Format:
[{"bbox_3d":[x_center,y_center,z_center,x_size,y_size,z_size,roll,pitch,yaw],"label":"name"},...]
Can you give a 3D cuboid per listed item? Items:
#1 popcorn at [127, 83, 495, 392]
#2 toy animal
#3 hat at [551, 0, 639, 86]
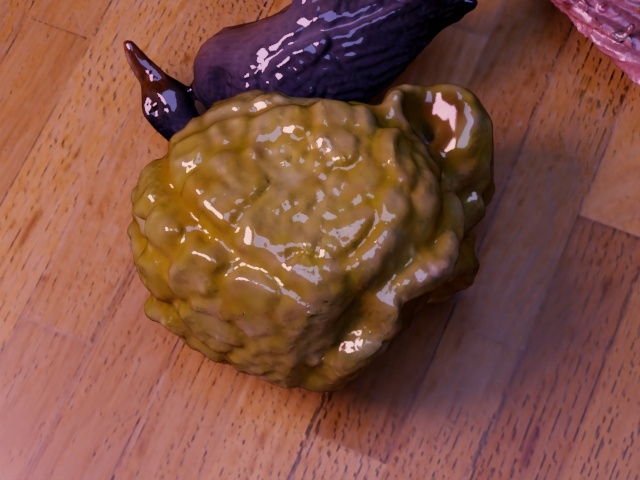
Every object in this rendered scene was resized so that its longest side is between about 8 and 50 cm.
[{"bbox_3d":[0.000,0.000,1.243,0.286,0.173,0.225,-8,56,-3],"label":"popcorn"},{"bbox_3d":[-0.012,-0.174,1.333,0.298,0.122,0.185,-14,94,6],"label":"toy animal"},{"bbox_3d":[0.270,-0.246,1.380,0.286,0.107,0.236,37,63,12],"label":"hat"}]
